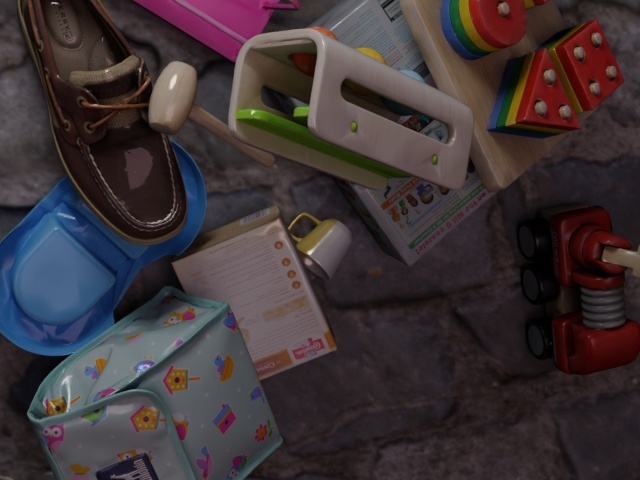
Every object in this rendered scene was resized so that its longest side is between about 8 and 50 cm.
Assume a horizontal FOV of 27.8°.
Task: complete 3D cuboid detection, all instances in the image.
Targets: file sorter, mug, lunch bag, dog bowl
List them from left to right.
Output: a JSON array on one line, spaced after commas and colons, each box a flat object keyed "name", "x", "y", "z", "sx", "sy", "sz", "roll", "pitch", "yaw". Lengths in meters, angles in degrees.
[{"name": "dog bowl", "x": -0.269, "y": -0.002, "z": 1.523, "sx": 0.297, "sy": 0.074, "sz": 0.166, "roll": -48, "pitch": 112, "yaw": -6}, {"name": "lunch bag", "x": -0.194, "y": 0.215, "z": 1.481, "sx": 0.262, "sy": 0.160, "sz": 0.223, "roll": -40, "pitch": 125, "yaw": -36}, {"name": "file sorter", "x": -0.081, "y": -0.368, "z": 1.458, "sx": 0.202, "sy": 0.182, "sz": 0.291, "roll": 30, "pitch": 90, "yaw": -22}, {"name": "mug", "x": 0.003, "y": 0.002, "z": 1.629, "sx": 0.064, "sy": 0.062, "sz": 0.078, "roll": -50, "pitch": 118, "yaw": -13}]

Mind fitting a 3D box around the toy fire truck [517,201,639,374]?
[{"name": "toy fire truck", "x": 0.387, "y": 0.071, "z": 1.676, "sx": 0.158, "sy": 0.246, "sz": 0.217, "roll": -11, "pitch": 104, "yaw": -17}]

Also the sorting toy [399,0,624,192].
[{"name": "sorting toy", "x": 0.250, "y": -0.233, "z": 1.580, "sx": 0.255, "sy": 0.089, "sz": 0.257, "roll": -38, "pitch": 107, "yaw": -40}]

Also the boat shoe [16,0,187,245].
[{"name": "boat shoe", "x": -0.241, "y": -0.159, "z": 1.414, "sx": 0.123, "sy": 0.123, "sz": 0.342, "roll": -20, "pitch": 83, "yaw": -15}]

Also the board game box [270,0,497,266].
[{"name": "board game box", "x": 0.097, "y": -0.156, "z": 1.610, "sx": 0.224, "sy": 0.097, "sz": 0.303, "roll": -39, "pitch": 110, "yaw": -9}]

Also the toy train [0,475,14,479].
[{"name": "toy train", "x": -0.337, "y": 0.337, "z": 1.536, "sx": 0.105, "sy": 0.143, "sz": 0.248, "roll": -36, "pitch": 105, "yaw": -18}]

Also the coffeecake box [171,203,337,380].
[{"name": "coffeecake box", "x": -0.080, "y": 0.071, "z": 1.588, "sx": 0.142, "sy": 0.068, "sz": 0.186, "roll": -22, "pitch": 108, "yaw": 4}]

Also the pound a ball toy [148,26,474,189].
[{"name": "pound a ball toy", "x": -0.004, "y": -0.151, "z": 1.422, "sx": 0.319, "sy": 0.208, "sz": 0.136, "roll": 17, "pitch": 79, "yaw": -47}]
